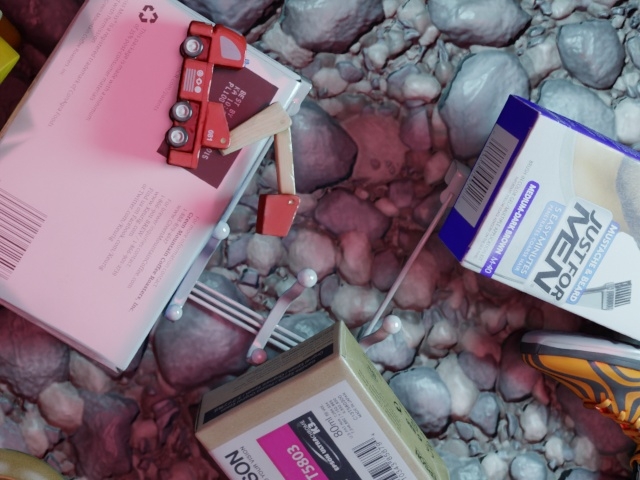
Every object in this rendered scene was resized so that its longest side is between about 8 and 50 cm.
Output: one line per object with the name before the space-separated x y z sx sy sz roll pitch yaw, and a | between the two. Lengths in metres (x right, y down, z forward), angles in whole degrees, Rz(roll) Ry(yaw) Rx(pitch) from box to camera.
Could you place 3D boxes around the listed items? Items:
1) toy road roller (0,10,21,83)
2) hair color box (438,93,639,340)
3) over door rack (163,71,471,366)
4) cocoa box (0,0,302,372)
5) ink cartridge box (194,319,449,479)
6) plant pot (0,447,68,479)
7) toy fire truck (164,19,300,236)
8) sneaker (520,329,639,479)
toy road roller | -0.403 -0.210 1.302 0.202 0.329 0.240 44 50 -9
hair color box | 0.325 -0.006 1.436 0.339 0.110 0.185 22 103 -18
over door rack | 0.000 0.000 1.462 0.240 0.108 0.324 29 88 -9
cocoa box | -0.215 -0.077 1.365 0.231 0.228 0.347 32 88 -10
ink cartridge box | 0.005 0.235 1.436 0.193 0.088 0.234 -31 109 14
plant pot | -0.376 0.353 1.463 0.236 0.032 0.236 0 93 -7
toy fire truck | -0.079 -0.106 1.245 0.135 0.047 0.192 9 91 -11
sneaker | 0.371 0.216 1.517 0.321 0.124 0.180 16 89 -9
